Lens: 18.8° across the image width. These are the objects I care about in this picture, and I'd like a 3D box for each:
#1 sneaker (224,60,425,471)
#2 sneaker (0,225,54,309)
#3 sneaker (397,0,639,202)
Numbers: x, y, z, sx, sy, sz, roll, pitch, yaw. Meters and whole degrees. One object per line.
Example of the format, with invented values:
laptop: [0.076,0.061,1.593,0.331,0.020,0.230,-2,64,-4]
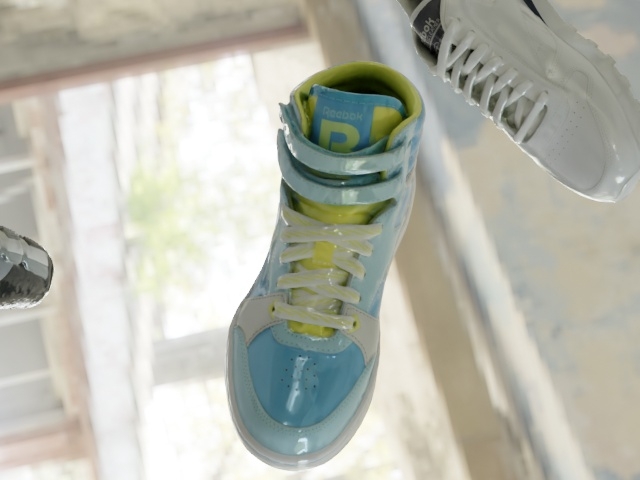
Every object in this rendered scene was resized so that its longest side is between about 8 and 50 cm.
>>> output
sneaker: [0.000,0.000,1.466,0.208,0.127,0.319,92,8,-57]
sneaker: [-0.239,0.046,1.021,0.086,0.229,0.132,-4,-104,38]
sneaker: [0.119,-0.112,1.254,0.235,0.095,0.090,53,-47,25]
